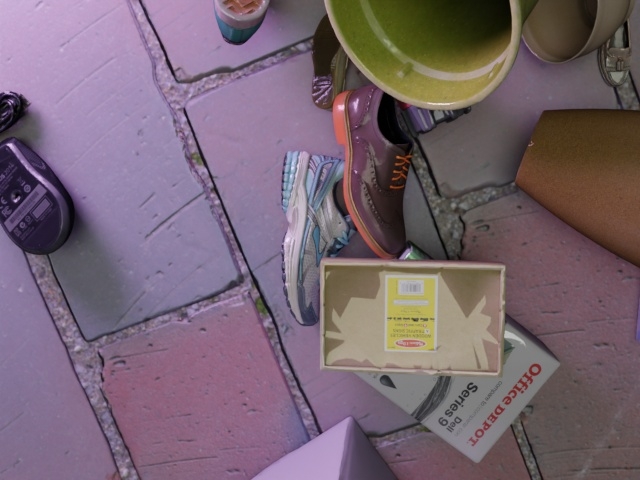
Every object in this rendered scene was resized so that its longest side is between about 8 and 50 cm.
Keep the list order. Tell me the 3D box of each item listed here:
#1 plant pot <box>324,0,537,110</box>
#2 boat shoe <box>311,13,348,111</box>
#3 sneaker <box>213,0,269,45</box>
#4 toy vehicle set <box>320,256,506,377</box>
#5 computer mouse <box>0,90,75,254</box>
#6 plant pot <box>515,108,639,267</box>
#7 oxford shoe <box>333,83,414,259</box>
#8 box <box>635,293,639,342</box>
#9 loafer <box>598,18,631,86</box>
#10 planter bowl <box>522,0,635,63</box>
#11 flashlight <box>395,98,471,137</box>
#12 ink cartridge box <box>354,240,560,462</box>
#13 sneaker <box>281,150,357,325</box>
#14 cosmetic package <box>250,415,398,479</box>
[{"bbox_3d":[0.187,-0.355,0.861,0.276,0.276,0.254,45,61,-2],"label":"plant pot"},{"bbox_3d":[0.020,-0.282,1.043,0.056,0.048,0.153,3,92,29],"label":"boat shoe"},{"bbox_3d":[-0.113,-0.442,1.001,0.108,0.121,0.302,13,77,-13],"label":"sneaker"},{"bbox_3d":[0.132,0.111,0.964,0.267,0.035,0.165,2,96,5],"label":"toy vehicle set"},{"bbox_3d":[-0.492,-0.095,1.098,0.188,0.072,0.272,-39,81,10],"label":"computer mouse"},{"bbox_3d":[0.427,-0.093,0.960,0.254,0.237,0.237,22,99,17],"label":"plant pot"},{"bbox_3d":[0.095,-0.104,1.006,0.098,0.097,0.271,-10,97,41],"label":"oxford shoe"},{"bbox_3d":[0.608,0.098,1.047,0.186,0.038,0.145,1,98,5],"label":"box"},{"bbox_3d":[0.451,-0.299,1.003,0.045,0.039,0.125,-4,97,4],"label":"loafer"},{"bbox_3d":[0.380,-0.346,0.957,0.109,0.162,0.162,-15,97,-21],"label":"planter bowl"},{"bbox_3d":[0.123,-0.313,1.000,0.103,0.103,0.304,-25,95,-19],"label":"flashlight"},{"bbox_3d":[0.193,0.172,1.047,0.289,0.121,0.211,36,98,-1],"label":"ink cartridge box"},{"bbox_3d":[0.000,0.000,1.048,0.122,0.110,0.282,0,98,1],"label":"sneaker"},{"bbox_3d":[0.020,0.564,1.013,0.329,0.327,0.393,-36,93,8],"label":"cosmetic package"}]
